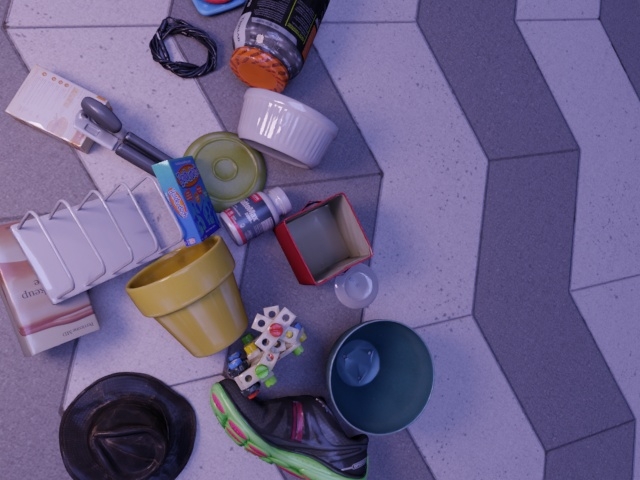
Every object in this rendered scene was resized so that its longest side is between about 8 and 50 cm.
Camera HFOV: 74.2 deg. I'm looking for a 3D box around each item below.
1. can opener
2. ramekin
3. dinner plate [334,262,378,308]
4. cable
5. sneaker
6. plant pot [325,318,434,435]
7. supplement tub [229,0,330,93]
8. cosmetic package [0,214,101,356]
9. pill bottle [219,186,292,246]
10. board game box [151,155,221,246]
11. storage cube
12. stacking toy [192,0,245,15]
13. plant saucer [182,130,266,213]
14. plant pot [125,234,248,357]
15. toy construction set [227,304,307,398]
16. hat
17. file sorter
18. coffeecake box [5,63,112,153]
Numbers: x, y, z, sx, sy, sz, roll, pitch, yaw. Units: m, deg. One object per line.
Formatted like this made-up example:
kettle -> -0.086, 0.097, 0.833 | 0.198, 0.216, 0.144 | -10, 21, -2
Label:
can opener -> -0.484, -0.243, 1.078 | 0.280, 0.093, 0.074 | 36, 62, -30
ramekin -> -0.097, -0.289, 1.140 | 0.273, 0.273, 0.127 | 22, 93, -12
dinner plate -> 0.112, 0.136, 1.278 | 0.142, 0.017, 0.141 | 2, 83, -15
cable -> -0.381, -0.533, 1.187 | 0.185, 0.047, 0.150 | 31, 78, -11
sneaker -> -0.079, 0.497, 1.135 | 0.483, 0.185, 0.202 | 34, 55, -10
plant pot -> 0.136, 0.355, 1.171 | 0.291, 0.195, 0.289 | 1, 85, -16
supplement tub -> -0.114, -0.602, 1.184 | 0.207, 0.207, 0.337 | 23, 79, -12
cosmetic package -> -0.654, 0.104, 0.990 | 0.153, 0.129, 0.295 | -23, 93, -42
pill bottle -> -0.176, -0.072, 1.170 | 0.180, 0.108, 0.107 | -33, 94, -16
board game box -> -0.334, -0.106, 1.078 | 0.047, 0.160, 0.210 | -18, 104, 9
storage cube -> 0.000, 0.000, 1.168 | 0.184, 0.193, 0.214 | -27, 92, -16
stacking toy -> -0.278, -0.760, 1.104 | 0.166, 0.302, 0.175 | -30, 92, -16
plant saucer -> -0.269, -0.196, 1.193 | 0.241, 0.037, 0.240 | 1, 85, -15
plant pot -> -0.307, 0.149, 1.056 | 0.254, 0.254, 0.238 | -30, 108, -16
toy construction set -> -0.123, 0.267, 1.043 | 0.215, 0.327, 0.151 | -32, 77, -12
hat -> -0.472, 0.493, 1.025 | 0.332, 0.134, 0.330 | 1, 86, -15
file sorter -> -0.495, -0.013, 0.965 | 0.278, 0.173, 0.192 | -32, 98, -44
coffeecake box -> -0.660, -0.332, 1.081 | 0.186, 0.068, 0.142 | 26, 79, -12
